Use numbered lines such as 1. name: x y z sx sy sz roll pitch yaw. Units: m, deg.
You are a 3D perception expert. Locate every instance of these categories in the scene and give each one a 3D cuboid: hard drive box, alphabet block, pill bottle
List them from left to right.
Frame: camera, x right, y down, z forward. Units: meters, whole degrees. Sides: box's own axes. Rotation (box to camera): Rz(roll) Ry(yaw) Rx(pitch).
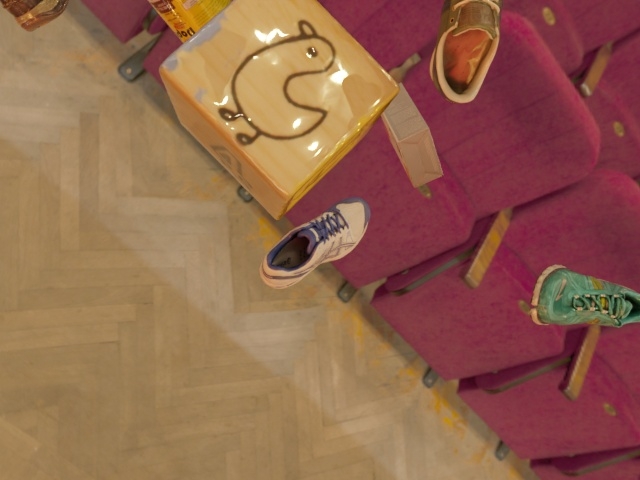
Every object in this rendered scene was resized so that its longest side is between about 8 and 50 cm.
1. pill bottle: -0.204 -0.394 0.905 0.215 0.117 0.117 48 58 -43
2. alphabet block: -0.052 -0.167 0.620 0.197 0.193 0.192 44 82 -2
3. hard drive box: 0.243 -0.293 1.378 0.181 0.089 0.232 57 13 -45

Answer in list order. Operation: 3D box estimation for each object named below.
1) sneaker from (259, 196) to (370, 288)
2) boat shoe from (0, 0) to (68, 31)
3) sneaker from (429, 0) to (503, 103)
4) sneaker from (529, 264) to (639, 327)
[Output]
1. sneaker: 0.000 0.000 1.081 0.296 0.131 0.112 -39 81 -14
2. boat shoe: -0.559 -0.564 0.961 0.130 0.132 0.355 50 20 -55
3. sneaker: 0.144 -0.216 0.452 0.064 0.192 0.086 6 39 1
4. sneaker: 0.470 0.103 0.859 0.275 0.110 0.107 4 95 -29
